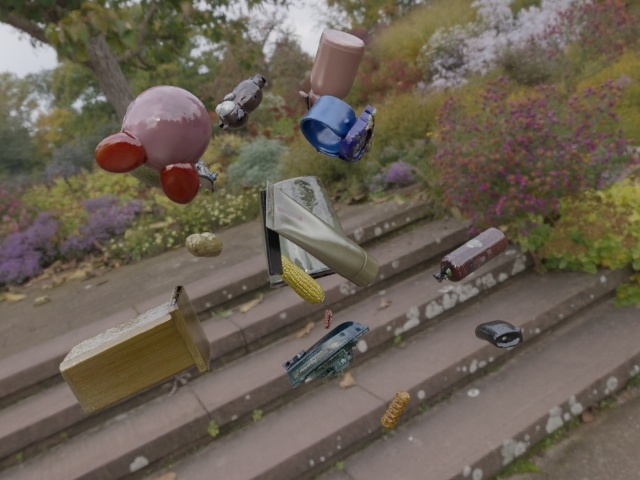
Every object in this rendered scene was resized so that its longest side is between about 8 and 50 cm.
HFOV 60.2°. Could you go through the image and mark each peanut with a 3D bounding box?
[{"bbox_3d":[-0.360,0.012,1.707,0.080,0.080,0.174,-16,-9,14],"label":"peanut"}]

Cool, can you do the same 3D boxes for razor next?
[{"bbox_3d":[0.477,0.249,1.485,0.090,0.054,0.148,-13,1,-3],"label":"razor"}]

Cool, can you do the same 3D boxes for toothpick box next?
[{"bbox_3d":[-0.447,0.275,1.359,0.308,0.190,0.187,-24,15,-4],"label":"toothpick box"}]

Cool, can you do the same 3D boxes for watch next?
[{"bbox_3d":[0.050,-0.330,1.651,0.171,0.200,0.196,-55,-11,-28],"label":"watch"}]

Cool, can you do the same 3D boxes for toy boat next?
[{"bbox_3d":[0.033,0.351,1.699,0.296,0.122,0.114,-37,-10,12],"label":"toy boat"},{"bbox_3d":[-0.359,-0.202,1.650,0.084,0.066,0.210,22,15,-26],"label":"toy boat"}]

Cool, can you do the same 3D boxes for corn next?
[{"bbox_3d":[-0.064,0.119,1.653,0.067,0.206,0.067,-38,22,18],"label":"corn"}]

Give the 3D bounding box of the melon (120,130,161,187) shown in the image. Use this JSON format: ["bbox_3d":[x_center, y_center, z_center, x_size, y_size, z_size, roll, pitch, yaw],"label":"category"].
[{"bbox_3d":[-0.602,-0.323,2.055,0.248,0.249,0.329,-14,-16,26],"label":"melon"}]

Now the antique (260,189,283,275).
[{"bbox_3d":[-0.108,-0.019,1.223,0.031,0.192,0.015,-4,-6,-27],"label":"antique"}]

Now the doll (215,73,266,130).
[{"bbox_3d":[-0.305,-0.528,2.132,0.182,0.117,0.257,2,52,57],"label":"doll"}]

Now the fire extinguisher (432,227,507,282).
[{"bbox_3d":[0.507,0.062,1.922,0.344,0.102,0.138,-28,-24,-25],"label":"fire extinguisher"}]

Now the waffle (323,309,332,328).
[{"bbox_3d":[0.029,0.325,2.263,0.029,0.075,0.083,8,-29,-9],"label":"waffle"}]

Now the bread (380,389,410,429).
[{"bbox_3d":[0.261,0.590,1.926,0.052,0.157,0.044,35,16,32],"label":"bread"}]

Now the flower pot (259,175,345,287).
[{"bbox_3d":[-0.066,-0.029,1.847,0.293,0.330,0.293,-16,-5,-1],"label":"flower pot"}]

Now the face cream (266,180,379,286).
[{"bbox_3d":[0.000,0.000,1.250,0.084,0.341,0.137,-31,42,29],"label":"face cream"}]

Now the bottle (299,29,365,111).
[{"bbox_3d":[0.034,-0.638,2.121,0.206,0.297,0.173,-8,42,-36],"label":"bottle"}]

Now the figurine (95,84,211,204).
[{"bbox_3d":[-0.389,-0.275,1.417,0.211,0.269,0.261,-33,38,44],"label":"figurine"}]
